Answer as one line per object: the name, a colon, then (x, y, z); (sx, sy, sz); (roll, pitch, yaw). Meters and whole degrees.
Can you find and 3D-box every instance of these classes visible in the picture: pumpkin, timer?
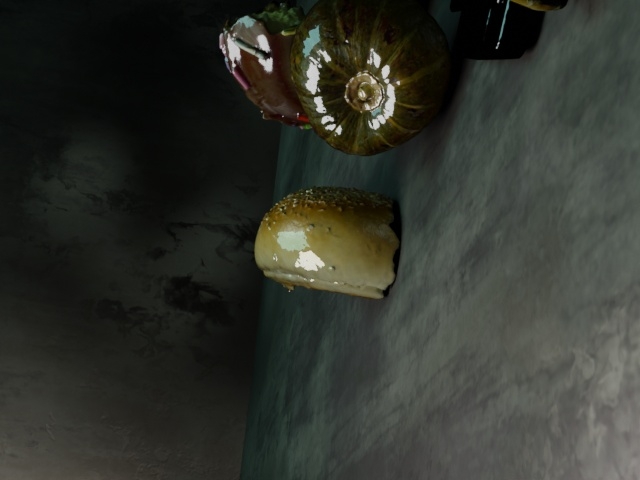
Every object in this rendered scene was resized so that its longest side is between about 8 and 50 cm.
pumpkin: (0.068, -0.228, 1.206); (0.162, 0.218, 0.219); (-56, -15, -55)
timer: (0.185, -0.267, 0.986); (0.187, 0.055, 0.144); (-125, 45, -78)

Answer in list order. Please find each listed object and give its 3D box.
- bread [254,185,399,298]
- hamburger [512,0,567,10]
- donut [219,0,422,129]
bread: (-0.005, -0.001, 1.439); (0.314, 0.191, 0.171); (176, 102, -81)
hamburger: (0.169, -0.284, 0.797); (0.185, 0.159, 0.131); (-58, -12, -59)
donut: (0.027, -0.297, 1.367); (0.136, 0.345, 0.259); (26, 151, 45)
